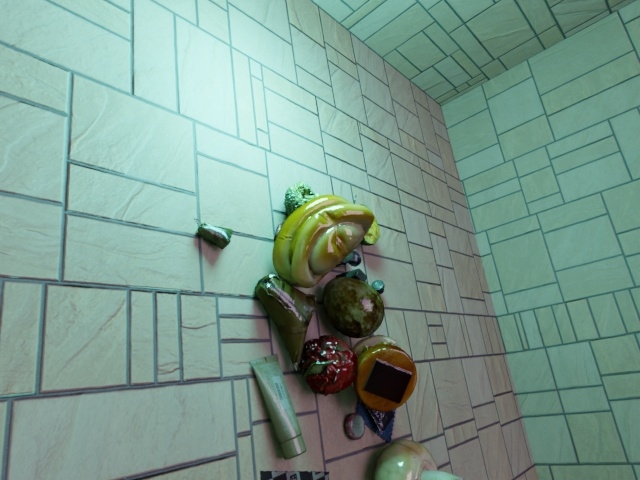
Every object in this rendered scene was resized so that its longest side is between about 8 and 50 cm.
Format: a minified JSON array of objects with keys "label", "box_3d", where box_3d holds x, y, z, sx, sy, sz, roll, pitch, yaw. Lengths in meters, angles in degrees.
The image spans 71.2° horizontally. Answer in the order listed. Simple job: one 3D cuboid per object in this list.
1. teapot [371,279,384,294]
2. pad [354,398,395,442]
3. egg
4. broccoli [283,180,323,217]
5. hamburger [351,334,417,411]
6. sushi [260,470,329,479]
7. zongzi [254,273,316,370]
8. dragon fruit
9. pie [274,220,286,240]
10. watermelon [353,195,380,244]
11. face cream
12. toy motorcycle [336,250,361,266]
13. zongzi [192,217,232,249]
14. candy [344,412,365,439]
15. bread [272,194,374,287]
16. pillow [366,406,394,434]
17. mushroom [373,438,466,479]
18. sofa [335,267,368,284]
[{"label":"teapot","box_3d":[0.290,0.247,2.255,0.088,0.066,0.057,-51,132,-26]},{"label":"pad","box_3d":[0.259,0.725,2.004,0.270,0.012,0.269,45,42,-27]},{"label":"egg","box_3d":[0.134,0.280,1.897,0.289,0.238,0.238,37,43,-8]},{"label":"broccoli","box_3d":[-0.063,-0.148,1.925,0.226,0.176,0.198,14,61,-30]},{"label":"hamburger","box_3d":[0.246,0.532,1.824,0.291,0.290,0.225,65,-7,-3]},{"label":"sushi","box_3d":[-0.057,0.932,1.460,0.339,0.068,0.320,27,52,-41]},{"label":"zongzi","box_3d":[-0.151,0.298,1.643,0.260,0.123,0.289,33,57,-28]},{"label":"dragon fruit","box_3d":[0.034,0.472,1.728,0.293,0.233,0.234,39,35,-79]},{"label":"pie","box_3d":[-0.135,-0.011,1.878,0.153,0.038,0.154,31,48,-41]},{"label":"watermelon","box_3d":[0.199,-0.074,2.243,0.232,0.127,0.204,41,45,-35]},{"label":"face cream","box_3d":[-0.142,0.569,1.547,0.137,0.084,0.342,1,63,-53]},{"label":"toy motorcycle","box_3d":[0.074,0.053,2.049,0.270,0.106,0.159,0,68,-39]},{"label":"zongzi","box_3d":[-0.387,-0.045,1.591,0.154,0.062,0.130,32,26,-17]},{"label":"candy","box_3d":[0.139,0.755,1.814,0.103,0.043,0.103,29,51,-43]},{"label":"bread","box_3d":[0.017,0.020,1.785,0.424,0.245,0.329,-42,135,-18]},{"label":"pillow","box_3d":[0.244,0.710,1.936,0.141,0.055,0.208,-32,94,-50]},{"label":"mushroom","box_3d":[0.370,0.998,1.787,0.324,0.353,0.354,-4,72,-19]},{"label":"sofa","box_3d":[0.142,0.180,2.028,0.085,0.147,0.060,46,46,-21]}]
